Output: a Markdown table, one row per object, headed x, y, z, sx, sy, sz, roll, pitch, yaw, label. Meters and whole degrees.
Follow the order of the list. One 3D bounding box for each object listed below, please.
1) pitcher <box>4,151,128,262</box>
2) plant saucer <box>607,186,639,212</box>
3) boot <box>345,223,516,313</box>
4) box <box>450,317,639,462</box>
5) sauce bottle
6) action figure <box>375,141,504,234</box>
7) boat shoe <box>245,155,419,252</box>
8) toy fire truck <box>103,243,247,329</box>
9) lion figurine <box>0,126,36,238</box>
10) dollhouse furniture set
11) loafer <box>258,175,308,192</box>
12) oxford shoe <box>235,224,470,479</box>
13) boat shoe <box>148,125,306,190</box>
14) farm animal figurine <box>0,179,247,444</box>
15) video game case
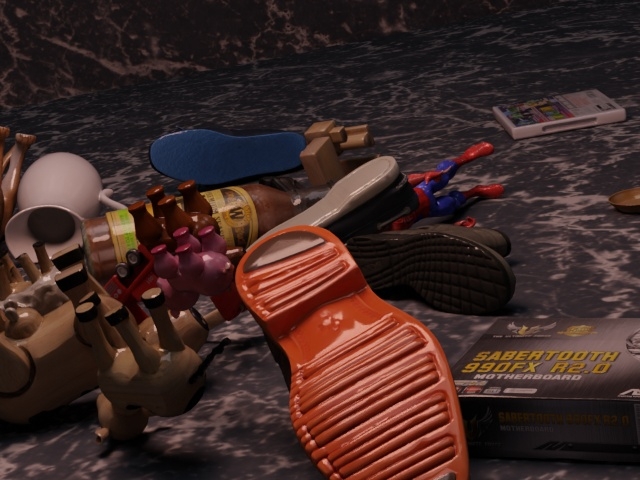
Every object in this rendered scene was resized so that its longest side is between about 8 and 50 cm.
| x | y | z | sx | sy | sz | roll | pitch | yaw | label |
| --- | --- | --- | --- | --- | --- | --- | --- | --- | --- |
| -0.357 | -0.051 | 2.098 | 0.178 | 0.125 | 0.207 | -3 | 25 | -1 | pitcher |
| 0.400 | -0.049 | 1.789 | 0.083 | 0.015 | 0.083 | -9 | 14 | 2 | plant saucer |
| 0.158 | 0.014 | 1.603 | 0.161 | 0.083 | 0.246 | -14 | 16 | -38 | boot |
| 0.227 | 0.120 | 1.198 | 0.231 | 0.056 | 0.183 | -1 | 18 | 29 | box |
| -0.124 | -0.012 | 1.805 | 0.344 | 0.111 | 0.111 | -14 | 15 | -10 | sauce bottle |
| 0.165 | -0.059 | 1.823 | 0.139 | 0.091 | 0.280 | -9 | 12 | 44 | action figure |
| 0.000 | 0.000 | 1.697 | 0.254 | 0.079 | 0.095 | -36 | 22 | -4 | boat shoe |
| -0.163 | 0.065 | 1.573 | 0.192 | 0.135 | 0.047 | -47 | -7 | 33 | toy fire truck |
| -0.509 | -0.051 | 2.119 | 0.142 | 0.240 | 0.392 | 10 | 2 | 8 | lion figurine |
| -0.004 | -0.089 | 2.004 | 0.123 | 0.144 | 0.151 | -6 | 29 | 33 | dollhouse furniture set |
| -0.041 | -0.065 | 2.049 | 0.061 | 0.062 | 0.170 | -8 | 16 | -13 | loafer |
| 0.040 | 0.127 | 1.174 | 0.130 | 0.132 | 0.363 | -25 | 37 | -2 | oxford shoe |
| -0.153 | -0.131 | 2.329 | 0.258 | 0.109 | 0.089 | 3 | 4 | -18 | boat shoe |
| -0.200 | 0.098 | 1.384 | 0.327 | 0.172 | 0.330 | -19 | 21 | 14 | farm animal figurine |
| 0.389 | -0.208 | 2.370 | 0.183 | 0.023 | 0.201 | -10 | 16 | 0 | video game case |
